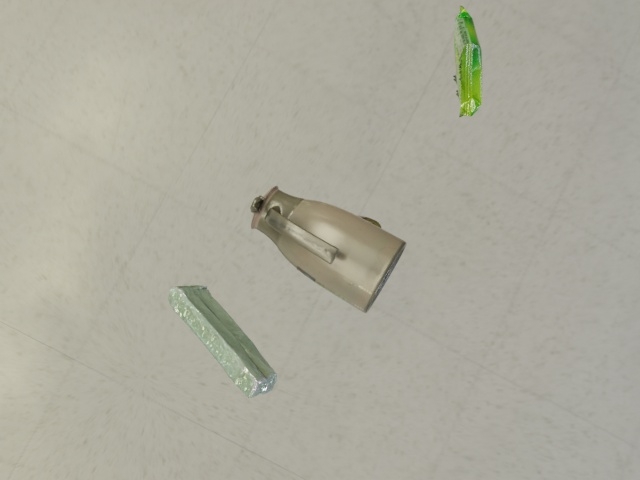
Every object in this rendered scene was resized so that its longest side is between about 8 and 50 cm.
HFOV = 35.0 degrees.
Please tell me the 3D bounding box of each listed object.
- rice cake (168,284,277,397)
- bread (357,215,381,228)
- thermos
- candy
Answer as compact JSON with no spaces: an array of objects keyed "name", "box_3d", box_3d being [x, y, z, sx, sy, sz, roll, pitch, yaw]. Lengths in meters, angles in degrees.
[{"name":"rice cake","box_3d":[-0.151,0.154,1.583,0.226,0.085,0.040,47,109,25]},{"name":"bread","box_3d":[0.055,-0.004,1.426,0.066,0.110,0.060,-10,100,7]},{"name":"thermos","box_3d":[0.000,0.000,1.280,0.193,0.137,0.105,31,98,6]},{"name":"candy","box_3d":[0.191,-0.235,1.323,0.032,0.178,0.102,0,117,5]}]
